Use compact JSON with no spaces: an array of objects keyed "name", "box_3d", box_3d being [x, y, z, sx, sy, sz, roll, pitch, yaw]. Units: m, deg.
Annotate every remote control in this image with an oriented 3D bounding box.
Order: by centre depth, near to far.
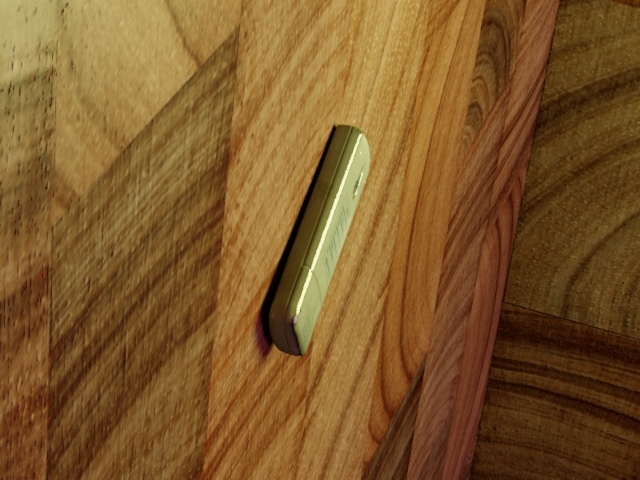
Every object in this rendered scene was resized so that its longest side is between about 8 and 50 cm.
[{"name":"remote control","box_3d":[0.000,0.000,1.830,0.098,0.038,0.233,80,27,-63]}]
